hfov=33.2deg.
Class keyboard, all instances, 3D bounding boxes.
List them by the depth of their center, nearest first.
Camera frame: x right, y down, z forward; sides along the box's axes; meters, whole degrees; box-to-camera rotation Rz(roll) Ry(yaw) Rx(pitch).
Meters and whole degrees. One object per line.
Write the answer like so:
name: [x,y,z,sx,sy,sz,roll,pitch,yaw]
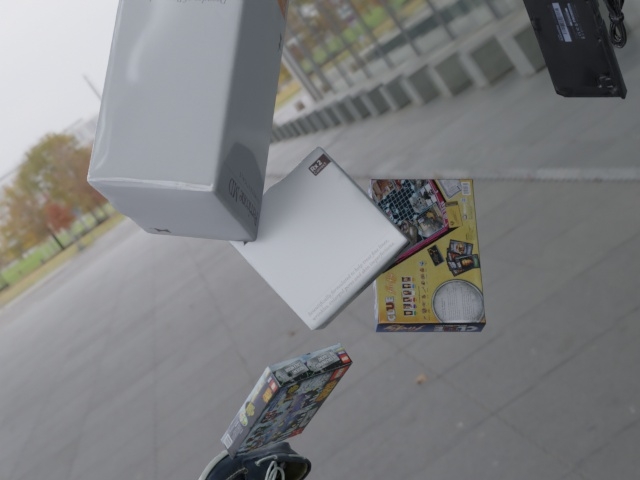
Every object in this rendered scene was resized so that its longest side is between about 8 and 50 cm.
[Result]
keyboard: [0.251,-0.215,1.030,0.108,0.180,0.023,8,46,47]

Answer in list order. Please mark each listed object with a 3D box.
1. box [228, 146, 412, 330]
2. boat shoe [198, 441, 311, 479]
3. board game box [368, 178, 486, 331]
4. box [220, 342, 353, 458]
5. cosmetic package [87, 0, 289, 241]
box: [0.000,0.000,1.471,0.181,0.182,0.119,-44,-8,4]
boat shoe: [-0.093,0.338,1.483,0.254,0.079,0.095,-1,-72,-67]
board game box: [0.161,0.021,1.656,0.165,0.243,0.042,0,-24,-3]
box: [-0.035,0.163,1.081,0.094,0.027,0.137,-14,-32,-38]
cosmetic package: [-0.149,-0.247,1.359,0.162,0.453,0.230,5,-14,10]
